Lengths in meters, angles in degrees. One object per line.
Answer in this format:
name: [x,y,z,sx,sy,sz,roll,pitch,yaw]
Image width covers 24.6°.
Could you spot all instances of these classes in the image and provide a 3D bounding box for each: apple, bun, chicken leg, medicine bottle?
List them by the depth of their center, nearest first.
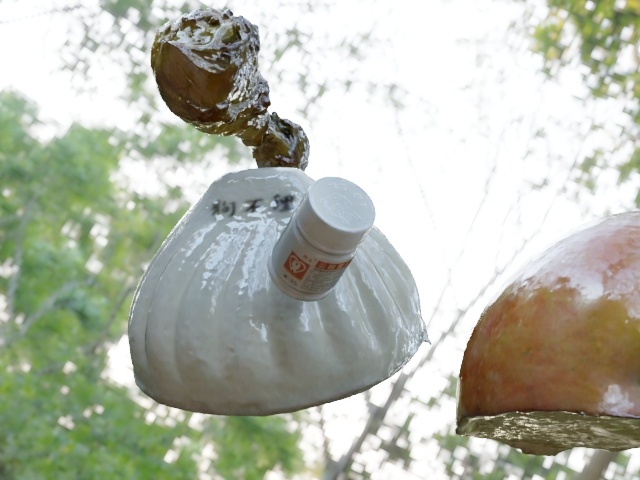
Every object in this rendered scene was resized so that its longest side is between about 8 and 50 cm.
apple: [0.241,0.062,0.999,0.293,0.163,0.251,2,-16,7]
medicine bottle: [0.000,0.000,1.103,0.057,0.057,0.089,29,-46,-2]
bun: [-0.045,0.024,1.254,0.263,0.263,0.175,6,-68,38]
chicken leg: [-0.073,-0.121,1.302,0.087,0.107,0.251,15,-17,27]
